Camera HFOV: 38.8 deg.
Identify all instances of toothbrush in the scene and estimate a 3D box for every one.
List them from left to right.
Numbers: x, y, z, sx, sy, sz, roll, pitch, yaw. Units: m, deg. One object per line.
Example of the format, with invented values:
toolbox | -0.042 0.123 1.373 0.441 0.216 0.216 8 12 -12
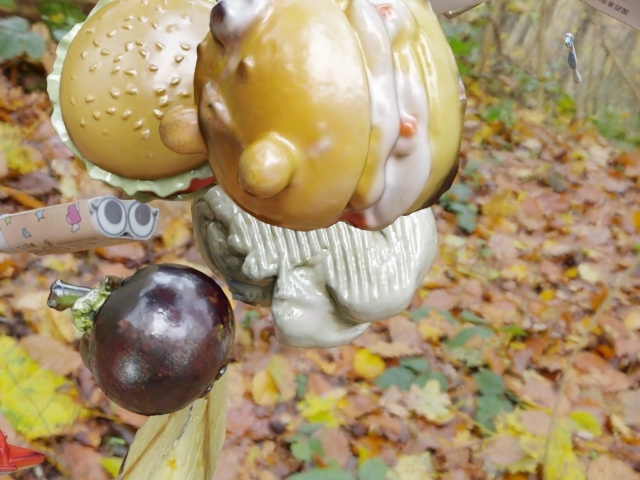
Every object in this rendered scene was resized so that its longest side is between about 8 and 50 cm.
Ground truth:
toothbrush | 0.364 -0.260 1.310 0.014 0.017 0.162 17 -5 24

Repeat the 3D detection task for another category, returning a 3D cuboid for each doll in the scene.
doll | -0.353 0.208 0.902 0.109 0.057 0.169 29 -1 7

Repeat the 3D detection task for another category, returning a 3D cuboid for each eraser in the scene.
eraser | -0.466 -0.025 1.712 0.290 0.087 0.171 -8 -10 35

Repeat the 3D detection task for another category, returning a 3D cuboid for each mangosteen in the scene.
mangosteen | -0.267 0.125 1.322 0.289 0.231 0.231 26 13 0

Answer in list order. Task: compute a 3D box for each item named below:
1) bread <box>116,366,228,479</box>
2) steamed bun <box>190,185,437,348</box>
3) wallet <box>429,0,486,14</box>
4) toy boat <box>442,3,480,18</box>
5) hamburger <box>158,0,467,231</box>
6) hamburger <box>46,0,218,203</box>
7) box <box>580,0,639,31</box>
bread | -0.316 0.383 1.749 0.242 0.405 0.345 4 30 8
steamed bun | 0.000 0.000 1.424 0.339 0.352 0.247 61 -2 15
wallet | 0.207 -0.400 1.401 0.183 0.032 0.124 -11 -26 30
toy boat | 0.263 -0.475 1.577 0.116 0.061 0.188 41 -38 -23
hamburger | -0.019 -0.135 0.905 0.237 0.276 0.276 -11 28 -34
hamburger | -0.196 -0.182 1.122 0.274 0.274 0.212 19 -6 1
box | 0.429 -0.318 1.016 0.353 0.214 0.069 28 54 2
